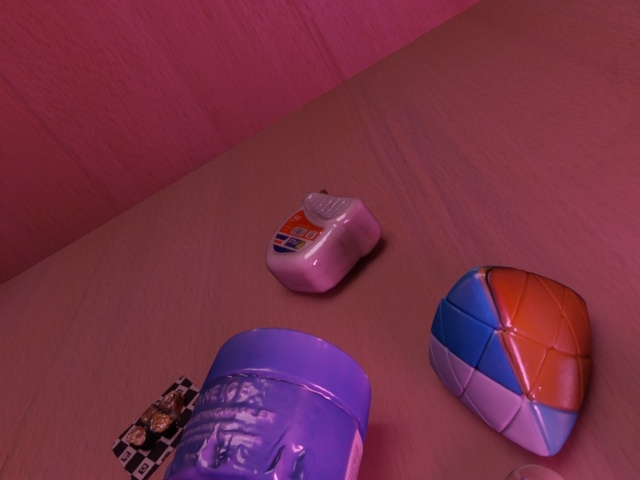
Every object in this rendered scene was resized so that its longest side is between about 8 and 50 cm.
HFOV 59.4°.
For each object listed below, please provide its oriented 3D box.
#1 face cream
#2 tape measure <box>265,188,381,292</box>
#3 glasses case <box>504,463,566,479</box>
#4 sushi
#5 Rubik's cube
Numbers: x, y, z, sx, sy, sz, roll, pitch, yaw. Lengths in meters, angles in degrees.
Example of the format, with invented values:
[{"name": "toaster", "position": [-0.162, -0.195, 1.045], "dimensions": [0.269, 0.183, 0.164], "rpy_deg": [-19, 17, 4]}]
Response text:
[{"name": "face cream", "position": [-0.064, 0.283, 0.780], "dimensions": [0.249, 0.249, 0.225], "rpy_deg": [-18, 34, 27]}, {"name": "tape measure", "position": [0.000, 0.000, 1.294], "dimensions": [0.265, 0.130, 0.258], "rpy_deg": [-48, 28, -15]}, {"name": "glasses case", "position": [0.209, 0.339, 0.613], "dimensions": [0.081, 0.051, 0.204], "rpy_deg": [5, 47, 47]}, {"name": "sushi", "position": [-0.338, 0.369, 1.151], "dimensions": [0.210, 0.040, 0.193], "rpy_deg": [-46, 30, -22]}, {"name": "Rubik's cube", "position": [0.262, 0.136, 0.794], "dimensions": [0.255, 0.254, 0.254], "rpy_deg": [-25, 29, 15]}]
